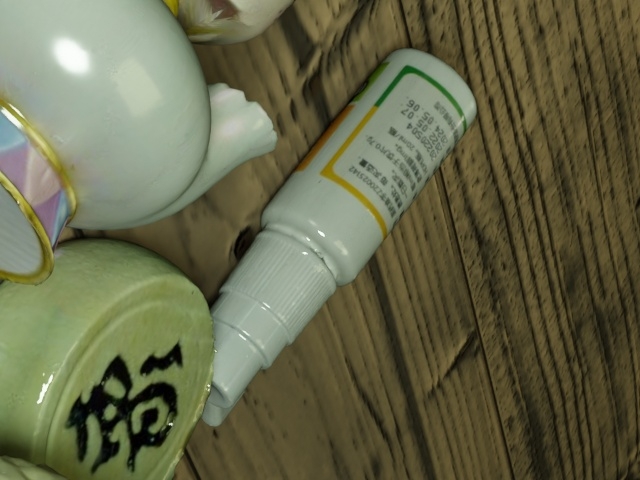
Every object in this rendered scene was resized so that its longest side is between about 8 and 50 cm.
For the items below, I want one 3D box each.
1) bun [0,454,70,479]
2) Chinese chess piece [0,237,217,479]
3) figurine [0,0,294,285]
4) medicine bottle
[{"bbox_3d":[-0.165,0.177,0.793,0.220,0.134,0.220,-11,119,-20],"label":"bun"},{"bbox_3d":[-0.109,0.070,0.890,0.144,0.058,0.144,-39,141,-41],"label":"Chinese chess piece"},{"bbox_3d":[-0.068,-0.113,0.752,0.263,0.142,0.189,-53,125,-24],"label":"figurine"},{"bbox_3d":[0.000,0.000,1.028,0.220,0.061,0.092,-52,167,-23],"label":"medicine bottle"}]
